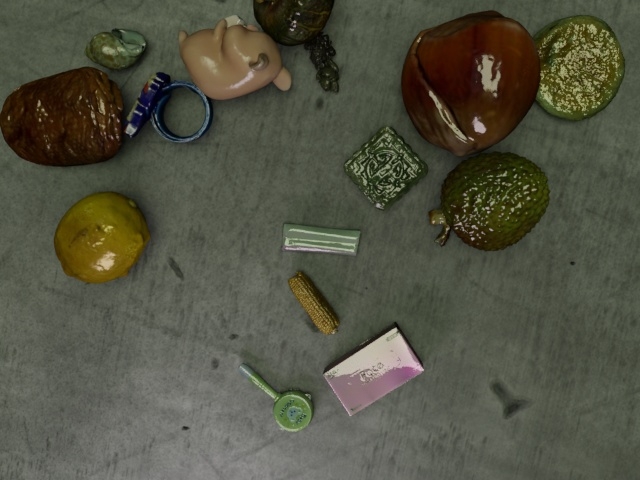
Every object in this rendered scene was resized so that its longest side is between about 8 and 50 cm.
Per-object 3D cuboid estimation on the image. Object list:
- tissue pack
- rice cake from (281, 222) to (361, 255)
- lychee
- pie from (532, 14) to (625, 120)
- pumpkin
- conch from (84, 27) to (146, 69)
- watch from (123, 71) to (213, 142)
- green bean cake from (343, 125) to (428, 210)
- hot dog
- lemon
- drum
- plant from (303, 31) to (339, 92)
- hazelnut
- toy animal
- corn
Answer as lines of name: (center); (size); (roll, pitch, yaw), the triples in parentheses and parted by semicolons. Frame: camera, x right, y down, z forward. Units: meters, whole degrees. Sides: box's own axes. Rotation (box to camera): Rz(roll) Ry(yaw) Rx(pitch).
tissue pack: (0.150, 0.359, 1.869); (0.246, 0.092, 0.148); (-34, 92, 5)
rice cake: (0.001, -0.001, 1.884); (0.222, 0.042, 0.080); (5, 93, 3)
lychee: (0.437, -0.099, 1.736); (0.270, 0.320, 0.270); (0, 90, -21)
pie: (0.677, -0.460, 1.790); (0.277, 0.078, 0.277); (1, 99, 4)
pumpkin: (-0.084, -0.637, 1.747); (0.189, 0.260, 0.260); (-6, 94, -32)
conch: (-0.571, -0.528, 1.869); (0.173, 0.106, 0.116); (-14, 70, -13)
watch: (-0.402, -0.352, 1.845); (0.200, 0.171, 0.196); (27, 107, -9)
green bean cake: (0.177, -0.196, 1.837); (0.185, 0.094, 0.183); (-42, 91, 11)
hot dog: (-0.690, -0.337, 1.841); (0.387, 0.174, 0.267); (-4, 98, 24)
lemon: (-0.602, -0.007, 1.839); (0.233, 0.233, 0.288); (43, 97, 1)
drum: (-0.139, 0.458, 1.919); (0.253, 0.049, 0.130); (25, 95, 3)
plant: (0.010, -0.488, 1.838); (0.085, 0.087, 0.174); (-19, 97, -19)
hazelnut: (0.382, -0.397, 1.692); (0.315, 0.372, 0.372); (3, 95, -33)
toy animal: (-0.229, -0.487, 1.788); (0.256, 0.195, 0.213); (-13, 81, 23)
corn: (-0.017, 0.178, 1.883); (0.068, 0.068, 0.207); (-36, 91, 6)
